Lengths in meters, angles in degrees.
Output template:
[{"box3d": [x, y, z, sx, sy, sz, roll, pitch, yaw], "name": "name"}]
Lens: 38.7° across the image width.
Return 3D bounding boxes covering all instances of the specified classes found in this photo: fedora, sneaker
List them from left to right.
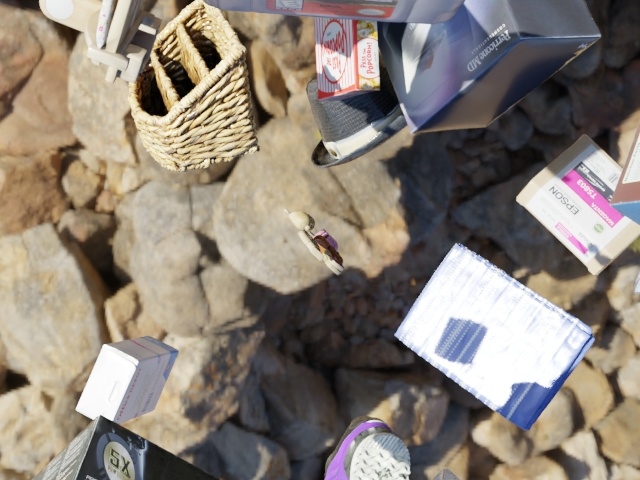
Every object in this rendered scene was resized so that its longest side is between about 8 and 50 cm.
[{"box3d": [0.045, 0.387, 1.319, 0.102, 0.146, 0.293, 15, 100, -18], "name": "sneaker"}, {"box3d": [0.072, -0.283, 1.771, 0.334, 0.334, 0.152, -29, 109, 25], "name": "fedora"}]

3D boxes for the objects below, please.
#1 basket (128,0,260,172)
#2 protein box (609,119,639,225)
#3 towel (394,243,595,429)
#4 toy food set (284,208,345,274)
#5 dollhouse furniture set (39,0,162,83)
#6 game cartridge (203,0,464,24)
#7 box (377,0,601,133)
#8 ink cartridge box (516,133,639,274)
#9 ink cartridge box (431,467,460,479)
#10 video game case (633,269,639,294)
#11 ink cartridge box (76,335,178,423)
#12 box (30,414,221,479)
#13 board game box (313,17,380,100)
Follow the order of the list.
[{"box3d": [-0.259, -0.298, 1.716, 0.213, 0.299, 0.223, -16, 129, -11], "name": "basket"}, {"box3d": [0.439, -0.056, 0.888, 0.199, 0.136, 0.201, 28, 167, -21], "name": "protein box"}, {"box3d": [0.346, 0.190, 1.834, 0.243, 0.336, 0.040, -57, 158, 6], "name": "towel"}, {"box3d": [0.000, 0.000, 1.018, 0.019, 0.122, 0.078, -44, 123, 5], "name": "toy food set"}, {"box3d": [-0.247, -0.278, 0.928, 0.173, 0.356, 0.303, 20, 120, -10], "name": "dollhouse furniture set"}, {"box3d": [0.015, -0.278, 0.933, 0.294, 0.060, 0.196, 3, 174, -3], "name": "game cartridge"}, {"box3d": [0.235, -0.367, 1.441, 0.182, 0.294, 0.296, -11, 164, -32], "name": "box"}, {"box3d": [0.566, -0.077, 1.914, 0.193, 0.235, 0.088, -39, 168, -25], "name": "ink cartridge box"}, {"box3d": [0.161, 0.351, 1.061, 0.135, 0.056, 0.099, 42, 99, 8], "name": "ink cartridge box"}, {"box3d": [0.564, -0.020, 1.224, 0.196, 0.026, 0.274, 15, 122, 5], "name": "video game case"}, {"box3d": [-0.232, 0.168, 1.106, 0.052, 0.122, 0.089, 25, 95, 12], "name": "ink cartridge box"}, {"box3d": [-0.162, 0.237, 0.707, 0.147, 0.078, 0.180, 33, 126, -18], "name": "box"}, {"box3d": [0.039, -0.326, 1.449, 0.045, 0.194, 0.146, -5, -177, -24], "name": "board game box"}]
